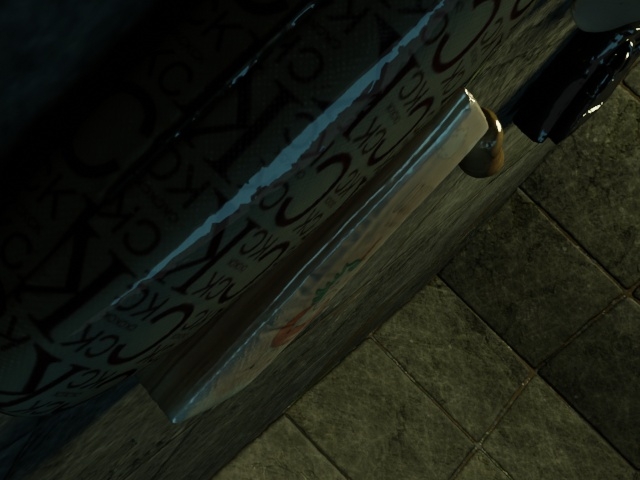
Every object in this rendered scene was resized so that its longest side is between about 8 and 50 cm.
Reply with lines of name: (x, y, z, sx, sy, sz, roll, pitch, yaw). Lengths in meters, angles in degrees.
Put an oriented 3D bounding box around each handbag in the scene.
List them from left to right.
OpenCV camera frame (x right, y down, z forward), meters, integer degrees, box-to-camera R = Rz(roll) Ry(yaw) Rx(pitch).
handbag: (0.416, -0.267, 1.418, 0.275, 0.088, 0.244, -32, 161, -51)

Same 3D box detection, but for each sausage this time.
sausage: (0.196, -0.113, 1.166, 0.066, 0.066, 0.301, -46, 170, 7)

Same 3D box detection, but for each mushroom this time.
mushroom: (0.333, -0.291, 0.933, 0.225, 0.093, 0.116, -52, -171, -18)

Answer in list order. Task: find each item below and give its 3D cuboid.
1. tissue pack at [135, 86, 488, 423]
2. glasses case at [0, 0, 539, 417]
tissue pack: (0.000, 0.000, 0.757, 0.325, 0.071, 0.170, -46, 169, 9)
glasses case: (-0.006, -0.063, 0.391, 0.355, 0.085, 0.137, -44, 169, -2)
